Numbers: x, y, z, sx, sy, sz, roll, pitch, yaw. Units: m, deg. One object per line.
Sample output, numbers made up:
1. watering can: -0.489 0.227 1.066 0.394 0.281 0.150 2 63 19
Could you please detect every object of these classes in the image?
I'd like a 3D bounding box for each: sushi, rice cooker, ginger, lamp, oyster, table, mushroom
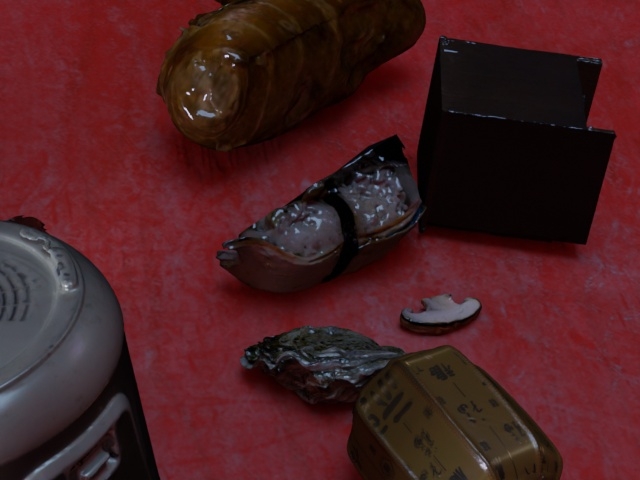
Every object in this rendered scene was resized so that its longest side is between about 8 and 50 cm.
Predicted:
1. sushi: 0.006 -0.005 1.747 0.109 0.134 0.273 54 38 1
2. rice cooker: -0.286 0.186 1.281 0.335 0.325 0.335 -5 34 3
3. ginger: -0.072 -0.237 1.959 0.254 0.176 0.418 23 38 26
4. lamp: 0.122 0.197 1.497 0.161 0.161 0.185 -16 49 -28
5. oyster: 0.013 0.124 1.635 0.177 0.064 0.125 11 23 16
6. table: 0.218 -0.108 1.864 0.193 0.172 0.169 7 37 -3
7. mushroom: 0.130 0.078 1.743 0.101 0.019 0.049 -9 44 -26

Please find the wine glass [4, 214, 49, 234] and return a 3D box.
1. wine glass: -0.433 0.000 1.541 0.323 0.238 0.238 28 43 20
